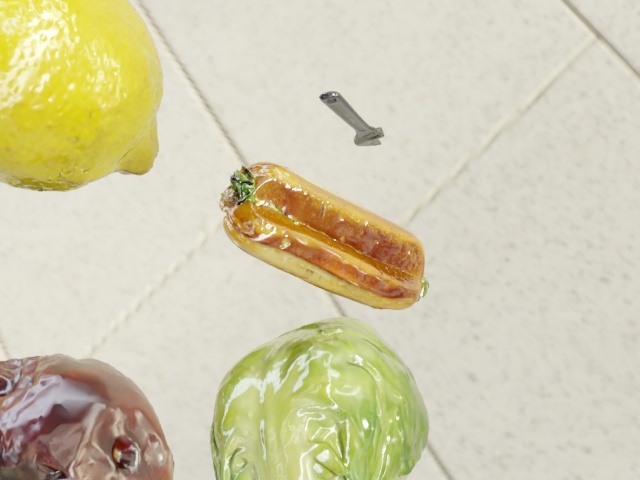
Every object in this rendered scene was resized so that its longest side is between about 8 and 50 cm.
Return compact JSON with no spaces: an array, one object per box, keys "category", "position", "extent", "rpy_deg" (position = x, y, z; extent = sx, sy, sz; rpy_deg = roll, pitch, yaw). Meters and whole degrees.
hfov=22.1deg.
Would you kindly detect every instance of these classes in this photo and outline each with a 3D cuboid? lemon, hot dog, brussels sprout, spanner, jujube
[{"category":"lemon","position":[-0.291,-0.178,1.669],"extent":[0.245,0.320,0.245],"rpy_deg":[-39,24,21]},{"category":"hot dog","position":[0.000,0.000,1.185],"extent":[0.055,0.188,0.072],"rpy_deg":[-18,51,54]},{"category":"brussels sprout","position":[0.002,0.175,1.443],"extent":[0.161,0.223,0.223],"rpy_deg":[15,78,39]},{"category":"spanner","position":[0.040,-0.150,2.051],"extent":[0.046,0.208,0.012],"rpy_deg":[-9,74,17]},{"category":"jujube","position":[-0.361,0.287,2.136],"extent":[0.377,0.276,0.276],"rpy_deg":[-7,63,52]}]

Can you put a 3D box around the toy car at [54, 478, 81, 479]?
[{"category":"toy car","position":[-0.227,0.316,1.722],"extent":[0.097,0.191,0.100],"rpy_deg":[-15,31,43]}]
